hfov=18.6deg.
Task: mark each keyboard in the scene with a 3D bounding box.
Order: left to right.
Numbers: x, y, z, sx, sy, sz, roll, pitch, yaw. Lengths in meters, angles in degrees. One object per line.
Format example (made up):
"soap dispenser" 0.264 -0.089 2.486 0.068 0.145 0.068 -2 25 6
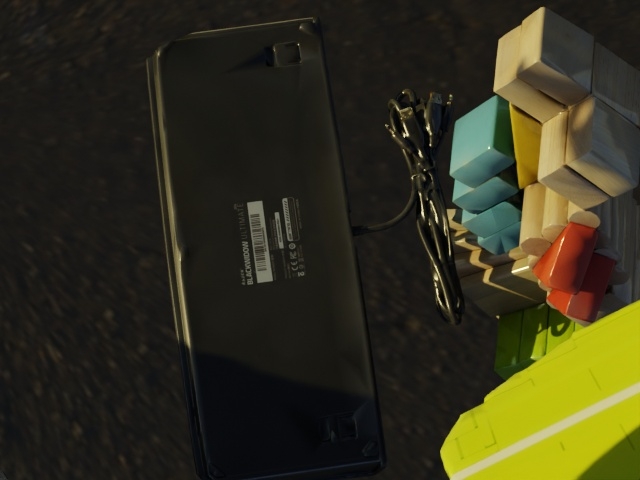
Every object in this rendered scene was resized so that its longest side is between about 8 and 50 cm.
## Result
"keyboard" 0.000 0.000 1.272 0.201 0.033 0.317 -7 71 -1

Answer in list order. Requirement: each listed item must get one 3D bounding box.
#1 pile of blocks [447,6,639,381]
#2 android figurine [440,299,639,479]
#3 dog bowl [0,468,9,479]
"pile of blocks" 0.142 0.016 1.231 0.149 0.362 0.113 -2 54 16
"android figurine" 0.130 0.077 0.639 0.248 0.273 0.056 -28 103 3
"dog bowl" -0.317 0.237 1.202 0.150 0.408 0.408 -33 100 14
